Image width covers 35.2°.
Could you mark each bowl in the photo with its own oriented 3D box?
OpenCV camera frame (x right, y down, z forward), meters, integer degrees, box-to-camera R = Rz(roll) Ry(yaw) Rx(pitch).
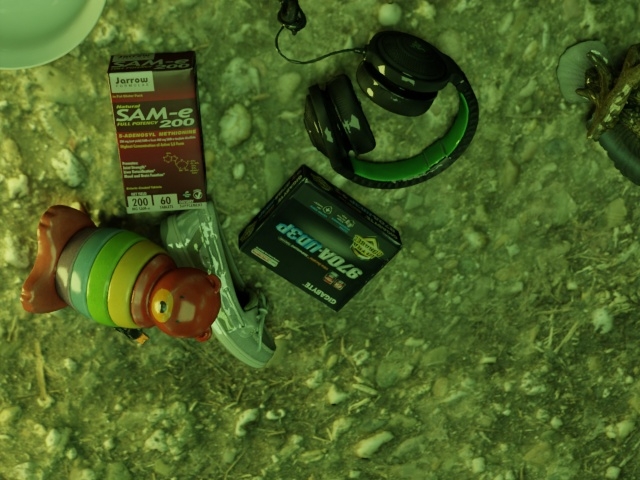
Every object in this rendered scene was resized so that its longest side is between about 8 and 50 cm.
[{"bbox_3d":[-0.425,-0.391,1.350,0.297,0.134,0.298,-3,123,-5],"label":"bowl"}]

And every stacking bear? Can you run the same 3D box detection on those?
[{"bbox_3d":[-0.289,0.068,1.566,0.289,0.164,0.176,17,95,21],"label":"stacking bear"}]

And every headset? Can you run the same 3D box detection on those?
[{"bbox_3d":[0.068,-0.236,1.525,0.243,0.185,0.394,-36,134,20],"label":"headset"}]

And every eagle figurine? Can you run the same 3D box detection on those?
[{"bbox_3d":[0.524,-0.192,1.573,0.298,0.225,0.226,7,171,-44],"label":"eagle figurine"}]

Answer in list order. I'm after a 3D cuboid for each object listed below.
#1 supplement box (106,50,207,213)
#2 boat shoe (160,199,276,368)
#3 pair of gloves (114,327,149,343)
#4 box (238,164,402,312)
[{"bbox_3d":[-0.246,-0.164,1.549,0.130,0.073,0.240,-4,122,-3],"label":"supplement box"},{"bbox_3d":[-0.151,0.079,1.690,0.103,0.118,0.320,-25,113,9],"label":"boat shoe"},{"bbox_3d":[-0.319,0.142,1.771,0.074,0.010,0.083,33,116,-25],"label":"pair of gloves"},{"bbox_3d":[0.000,0.000,1.690,0.220,0.051,0.175,35,113,-25],"label":"box"}]
